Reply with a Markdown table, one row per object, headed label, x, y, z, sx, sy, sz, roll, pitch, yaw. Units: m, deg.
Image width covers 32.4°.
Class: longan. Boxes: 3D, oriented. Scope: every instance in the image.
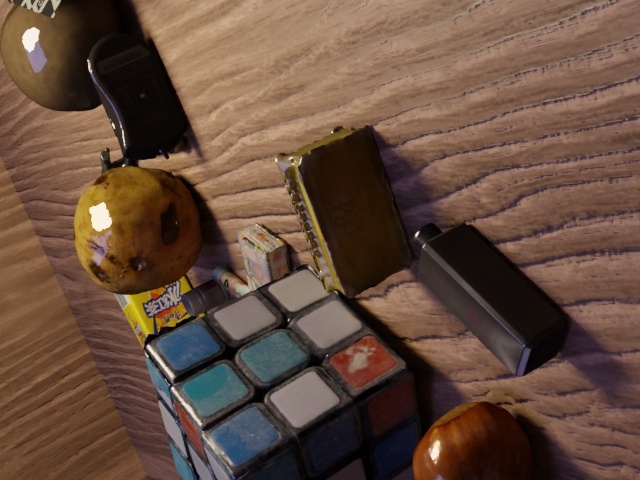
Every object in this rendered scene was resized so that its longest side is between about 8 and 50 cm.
| label | x | y | z | sx | sy | sz | roll | pitch | yaw |
| --- | --- | --- | --- | --- | --- | --- | --- | --- | --- |
| longan | -0.526 | -0.404 | 2.229 | 0.300 | 0.243 | 0.300 | 14 | 115 | 32 |

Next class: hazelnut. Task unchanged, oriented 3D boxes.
| label | x | y | z | sx | sy | sz | roll | pitch | yaw |
| --- | --- | --- | --- | --- | --- | --- | --- | --- | --- |
| hazelnut | 0.229 | 0.320 | 1.592 | 0.182 | 0.182 | 0.182 | 44 | 149 | 35 |

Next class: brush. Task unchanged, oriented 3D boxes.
| label | x | y | z | sx | sy | sz | roll | pitch | yaw |
| --- | --- | --- | --- | --- | --- | --- | --- | --- | --- |
| brush | -0.348 | -0.194 | 2.347 | 0.299 | 0.039 | 0.042 | -5 | 111 | 65 |

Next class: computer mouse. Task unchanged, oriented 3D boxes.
| label | x | y | z | sx | sy | sz | roll | pitch | yaw |
| --- | --- | --- | --- | --- | --- | --- | --- | --- | --- |
| computer mouse | -0.364 | -0.276 | 2.166 | 0.088 | 0.147 | 0.264 | -12 | 102 | 65 |

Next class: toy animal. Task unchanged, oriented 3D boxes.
| label | x | y | z | sx | sy | sz | roll | pitch | yaw |
| --- | --- | --- | --- | --- | --- | --- | --- | --- | --- |
| toy animal | -0.418 | -0.103 | 2.523 | 0.269 | 0.082 | 0.137 | 54 | 157 | 9 |

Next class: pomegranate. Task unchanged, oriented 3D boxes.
| label | x | y | z | sx | sy | sz | roll | pitch | yaw |
| --- | --- | --- | --- | --- | --- | --- | --- | --- | --- |
| pomegranate | -0.388 | -0.019 | 2.328 | 0.281 | 0.281 | 0.281 | 44 | 149 | 35 |

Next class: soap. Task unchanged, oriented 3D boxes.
| label | x | y | z | sx | sy | sz | roll | pitch | yaw |
| --- | --- | --- | --- | --- | --- | --- | --- | --- | --- |
| soap | 0.039 | -0.044 | 1.629 | 0.076 | 0.135 | 0.233 | 5 | 118 | 62 |

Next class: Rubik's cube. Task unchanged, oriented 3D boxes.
| label | x | y | z | sx | sy | sz | roll | pitch | yaw |
| --- | --- | --- | --- | --- | --- | --- | --- | --- | --- |
| Rubik's cube | -0.056 | 0.316 | 1.892 | 0.359 | 0.362 | 0.363 | 38 | 147 | 43 |

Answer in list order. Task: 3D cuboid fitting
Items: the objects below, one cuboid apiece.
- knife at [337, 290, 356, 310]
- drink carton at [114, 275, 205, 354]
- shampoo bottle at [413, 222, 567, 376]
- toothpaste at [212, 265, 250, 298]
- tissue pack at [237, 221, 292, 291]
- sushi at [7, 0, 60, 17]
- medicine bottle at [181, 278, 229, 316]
| label | x | y | z | sx | sy | sz | roll | pitch | yaw |
| --- | --- | --- | --- | --- | --- | --- | --- | --- | --- |
| knife | 0.000 | 0.000 | 1.895 | 0.044 | 0.019 | 0.313 | -4 | 113 | 63 |
| drink carton | -0.403 | 0.107 | 2.608 | 0.351 | 0.155 | 0.111 | 61 | 156 | 4 |
| shampoo bottle | 0.214 | 0.066 | 1.465 | 0.246 | 0.079 | 0.080 | 47 | 150 | 32 |
| toothpaste | -0.152 | 0.112 | 2.275 | 0.205 | 0.036 | 0.056 | 33 | 140 | 41 |
| tissue pack | -0.101 | 0.054 | 2.083 | 0.109 | 0.060 | 0.148 | 34 | 143 | 45 |
| sushi | -0.519 | -0.571 | 2.061 | 0.294 | 0.059 | 0.292 | 23 | 92 | 54 |
| medicine bottle | -0.252 | 0.124 | 2.407 | 0.058 | 0.091 | 0.058 | 44 | 149 | 35 |
